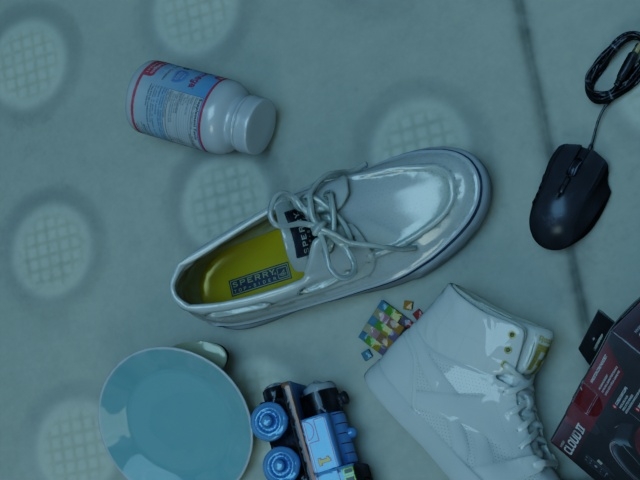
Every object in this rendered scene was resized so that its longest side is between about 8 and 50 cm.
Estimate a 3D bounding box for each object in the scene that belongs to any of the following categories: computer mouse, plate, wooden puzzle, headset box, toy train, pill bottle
[{"bbox_3d":[0.277,-0.104,1.450,0.071,0.041,0.242,21,91,25],"label":"computer mouse"},{"bbox_3d":[-0.160,0.204,1.583,0.188,0.024,0.188,5,105,18],"label":"plate"},{"bbox_3d":[0.073,0.097,1.530,0.049,0.006,0.083,36,98,23],"label":"wooden puzzle"},{"bbox_3d":[0.348,0.177,1.267,0.293,0.218,0.110,40,60,20],"label":"headset box"},{"bbox_3d":[-0.005,0.233,1.510,0.105,0.080,0.184,-19,73,11],"label":"toy train"},{"bbox_3d":[-0.135,-0.147,1.611,0.160,0.087,0.087,17,90,24],"label":"pill bottle"}]

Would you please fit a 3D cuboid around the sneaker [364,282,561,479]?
[{"bbox_3d":[0.192,0.169,1.413,0.292,0.108,0.169,44,104,24],"label":"sneaker"}]

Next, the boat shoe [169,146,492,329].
[{"bbox_3d":[-0.004,-0.008,1.495,0.367,0.156,0.135,-20,76,20],"label":"boat shoe"}]

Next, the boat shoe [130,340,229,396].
[{"bbox_3d":[-0.158,0.143,1.604,0.133,0.042,0.049,-21,84,24],"label":"boat shoe"}]
